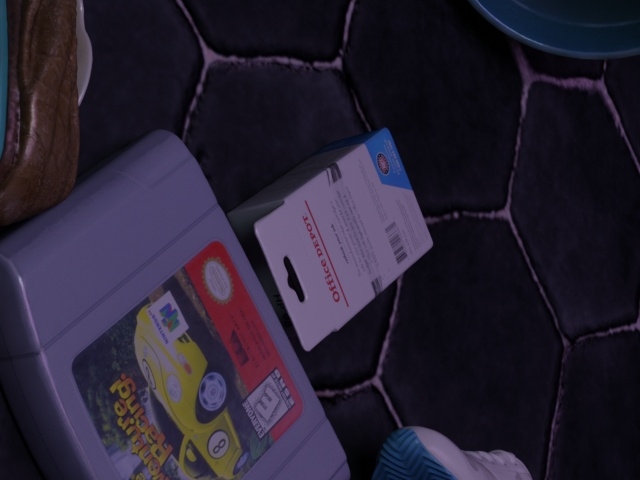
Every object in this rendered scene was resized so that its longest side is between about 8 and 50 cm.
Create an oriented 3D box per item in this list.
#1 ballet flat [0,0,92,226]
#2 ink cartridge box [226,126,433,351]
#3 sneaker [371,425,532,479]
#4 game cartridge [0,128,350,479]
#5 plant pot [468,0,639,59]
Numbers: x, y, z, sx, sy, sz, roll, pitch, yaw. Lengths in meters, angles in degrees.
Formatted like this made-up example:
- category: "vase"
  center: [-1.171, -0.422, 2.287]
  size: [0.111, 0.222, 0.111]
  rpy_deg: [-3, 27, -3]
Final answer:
- category: "ballet flat"
  center: [-0.180, -0.174, 0.807]
  size: [0.124, 0.116, 0.342]
  rpy_deg: [20, 65, -67]
- category: "ink cartridge box"
  center: [0.000, 0.000, 1.001]
  size: [0.180, 0.060, 0.104]
  rpy_deg: [-37, 110, -47]
- category: "sneaker"
  center: [0.114, 0.203, 1.080]
  size: [0.228, 0.087, 0.092]
  rpy_deg: [49, 41, -40]
- category: "game cartridge"
  center: [-0.097, 0.099, 0.877]
  size: [0.196, 0.060, 0.294]
  rpy_deg: [-42, 114, -41]
- category: "plant pot"
  center: [0.256, -0.345, 1.239]
  size: [0.271, 0.272, 0.255]
  rpy_deg: [55, 31, -26]
